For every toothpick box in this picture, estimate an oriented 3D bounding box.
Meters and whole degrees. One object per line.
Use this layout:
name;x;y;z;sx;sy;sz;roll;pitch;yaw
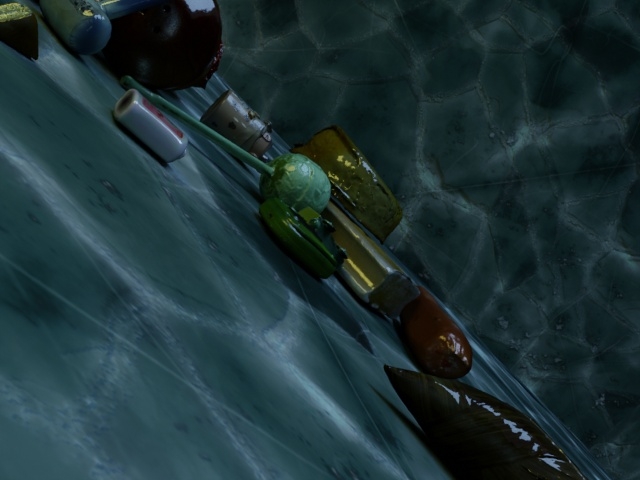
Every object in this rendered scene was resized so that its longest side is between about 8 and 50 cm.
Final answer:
toothpick box;-0.252;-0.334;1.400;0.192;0.192;0.294;45;0;-6

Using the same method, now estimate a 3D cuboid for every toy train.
toy train;0.000;0.000;1.466;0.081;0.050;0.122;38;-18;46

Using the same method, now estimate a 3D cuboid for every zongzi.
zongzi;0.196;0.249;0.967;0.241;0.111;0.248;31;7;-24

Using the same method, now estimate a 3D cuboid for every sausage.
sausage;0.200;0.166;1.581;0.097;0.094;0.348;58;2;-12

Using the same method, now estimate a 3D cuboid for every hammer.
hammer;-0.285;-0.330;1.203;0.116;0.193;0.069;48;-32;25

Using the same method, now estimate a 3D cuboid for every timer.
timer;-0.034;-0.006;1.338;0.140;0.047;0.128;44;6;-35

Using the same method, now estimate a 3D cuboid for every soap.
soap;0.053;0.014;1.605;0.274;0.089;0.173;48;6;30

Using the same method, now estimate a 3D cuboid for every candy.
candy;-0.149;-0.152;1.411;0.440;0.119;0.119;29;15;-40

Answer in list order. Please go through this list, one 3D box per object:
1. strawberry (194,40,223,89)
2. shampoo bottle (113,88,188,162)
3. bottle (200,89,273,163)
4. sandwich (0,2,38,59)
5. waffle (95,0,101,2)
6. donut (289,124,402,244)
strawberry;-0.264;-0.388;1.654;0.186;0.202;0.184;12;10;-45
shampoo bottle;-0.206;-0.137;1.063;0.099;0.043;0.072;42;7;-28
bottle;-0.153;-0.214;1.686;0.152;0.099;0.099;42;7;-17
sandwich;-0.319;-0.227;0.903;0.031;0.044;0.083;43;2;24
waffle;-0.401;-0.400;1.480;0.102;0.042;0.148;43;7;-26
donut;0.065;-0.116;1.694;0.272;0.107;0.272;47;4;-5
